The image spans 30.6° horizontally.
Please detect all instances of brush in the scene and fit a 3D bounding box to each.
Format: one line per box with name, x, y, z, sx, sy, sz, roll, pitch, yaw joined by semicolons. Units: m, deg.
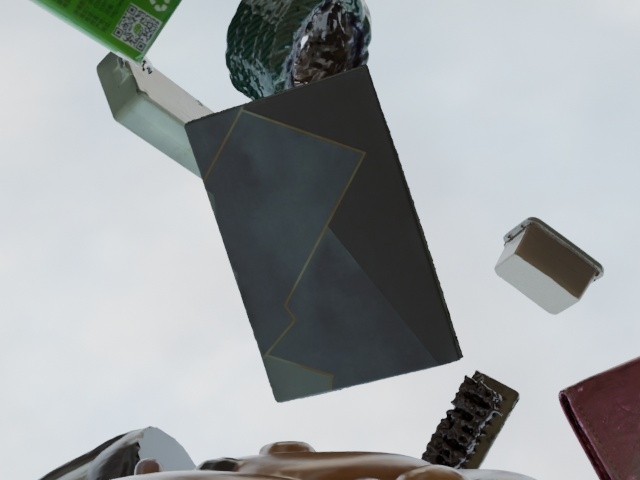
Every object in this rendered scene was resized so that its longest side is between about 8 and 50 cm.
brush;0.065;0.207;0.841;0.043;0.036;0.248;27;-97;34

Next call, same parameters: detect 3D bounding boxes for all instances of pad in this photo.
pad;0.000;0.000;0.917;0.164;0.243;0.004;-16;-173;20

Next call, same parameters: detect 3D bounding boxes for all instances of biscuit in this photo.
biscuit;-0.001;0.088;0.374;0.170;0.170;0.050;-3;-103;2

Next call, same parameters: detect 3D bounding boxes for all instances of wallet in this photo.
wallet;0.287;0.117;0.811;0.232;0.025;0.119;-18;-112;-20

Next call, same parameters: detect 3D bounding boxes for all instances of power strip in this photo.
power strip;-0.091;-0.081;1.249;0.043;0.367;0.106;-42;-138;15

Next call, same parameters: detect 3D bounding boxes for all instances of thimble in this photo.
thimble;-0.018;-0.183;1.085;0.090;0.118;0.135;31;-89;42

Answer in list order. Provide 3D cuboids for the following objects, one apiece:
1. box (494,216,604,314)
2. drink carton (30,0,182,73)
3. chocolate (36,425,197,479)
box;0.285;0.036;1.481;0.122;0.089;0.062;36;-116;-3
drink carton;-0.240;-0.264;1.032;0.271;0.108;0.161;31;-174;-15
chocolate;-0.184;0.337;1.124;0.186;0.283;0.283;-29;-136;5
